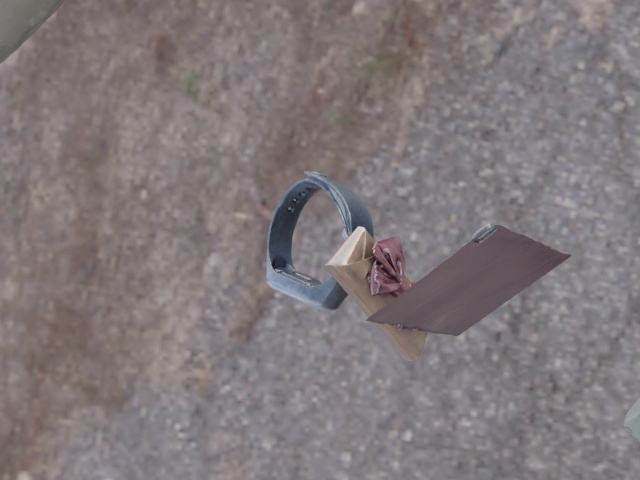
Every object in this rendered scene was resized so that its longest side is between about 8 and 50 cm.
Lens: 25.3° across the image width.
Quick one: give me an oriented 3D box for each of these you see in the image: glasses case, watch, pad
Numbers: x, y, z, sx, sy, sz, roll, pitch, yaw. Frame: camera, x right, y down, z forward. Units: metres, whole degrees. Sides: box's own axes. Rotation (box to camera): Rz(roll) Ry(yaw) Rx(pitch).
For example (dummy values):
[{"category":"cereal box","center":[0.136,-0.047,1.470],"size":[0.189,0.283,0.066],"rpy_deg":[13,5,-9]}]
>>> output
[{"category":"glasses case","center":[0.105,0.065,1.941],"size":[0.102,0.193,0.070],"rpy_deg":[-48,26,-17]},{"category":"watch","center":[0.000,0.000,2.160],"size":[0.206,0.068,0.193],"rpy_deg":[22,95,49]},{"category":"pad","center":[0.111,0.031,1.031],"size":[0.113,0.188,0.006],"rpy_deg":[-38,69,16]}]

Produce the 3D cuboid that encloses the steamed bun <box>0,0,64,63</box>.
[{"category":"steamed bun","center":[-0.221,-0.145,0.535],"size":[0.283,0.177,0.283],"rpy_deg":[-18,42,17]}]

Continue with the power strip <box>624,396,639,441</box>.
[{"category":"power strip","center":[0.356,0.164,1.276],"size":[0.046,0.118,0.270],"rpy_deg":[-46,-9,-16]}]
